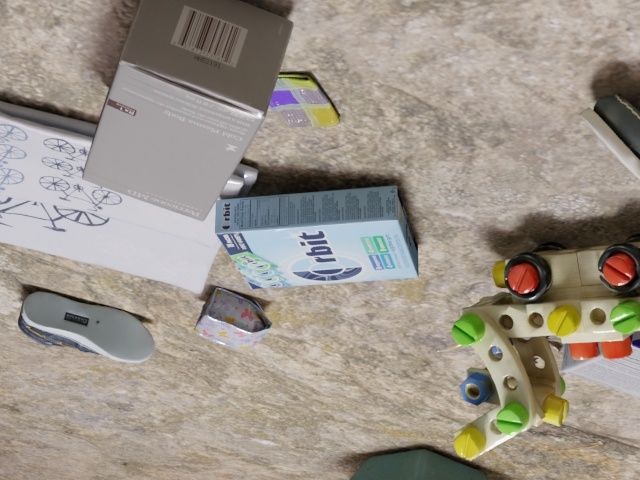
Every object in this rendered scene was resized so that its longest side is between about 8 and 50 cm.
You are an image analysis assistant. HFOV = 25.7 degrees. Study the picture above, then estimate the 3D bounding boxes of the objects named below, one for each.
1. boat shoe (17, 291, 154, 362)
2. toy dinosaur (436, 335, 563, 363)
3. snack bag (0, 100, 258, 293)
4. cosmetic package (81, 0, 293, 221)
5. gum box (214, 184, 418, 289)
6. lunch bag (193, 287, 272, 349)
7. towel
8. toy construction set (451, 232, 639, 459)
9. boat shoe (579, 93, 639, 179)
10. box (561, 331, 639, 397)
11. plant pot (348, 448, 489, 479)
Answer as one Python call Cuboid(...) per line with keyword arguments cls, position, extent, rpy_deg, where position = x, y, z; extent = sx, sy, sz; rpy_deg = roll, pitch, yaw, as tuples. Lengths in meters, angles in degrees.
Cuboid(cls="boat shoe", position=(-0.315, 0.120, 1.879), extent=(0.183, 0.065, 0.083), rpy_deg=(22, 157, -12))
Cuboid(cls="toy dinosaur", position=(0.224, 0.104, 1.639), extent=(0.093, 0.053, 0.183), rpy_deg=(36, 144, -15))
Cuboid(cls="snack bag", position=(-0.255, -0.038, 1.504), extent=(0.323, 0.037, 0.342), rpy_deg=(14, 155, -9))
Cuboid(cls="cosmetic package", position=(-0.119, -0.115, 1.191), extent=(0.127, 0.107, 0.238), rpy_deg=(19, 153, -8))
Cuboid(cls="gum box", position=(0.000, 0.000, 1.444), extent=(0.185, 0.041, 0.157), rpy_deg=(-4, 157, 10))
Cuboid(cls="lunch bag", position=(-0.107, 0.100, 1.749), extent=(0.083, 0.053, 0.071), rpy_deg=(25, 153, -8))
Cuboid(cls="towel", position=(-0.021, -0.123, 1.249), extent=(0.060, 0.009, 0.083), rpy_deg=(2, 156, 21))
Cuboid(cls="toy construction set", position=(0.276, 0.106, 1.407), extent=(0.328, 0.215, 0.151), rpy_deg=(-8, -173, 20))
Cuboid(cls="boat shoe", position=(0.355, -0.052, 1.186), extent=(0.319, 0.116, 0.099), rpy_deg=(30, 108, -24))
Cuboid(cls="box", position=(0.360, 0.118, 1.562), extent=(0.126, 0.072, 0.137), rpy_deg=(20, 156, -19))
Cuboid(cls="plant pot", position=(0.154, 0.477, 2.249), extent=(0.248, 0.252, 0.247), rpy_deg=(26, 152, -31))
